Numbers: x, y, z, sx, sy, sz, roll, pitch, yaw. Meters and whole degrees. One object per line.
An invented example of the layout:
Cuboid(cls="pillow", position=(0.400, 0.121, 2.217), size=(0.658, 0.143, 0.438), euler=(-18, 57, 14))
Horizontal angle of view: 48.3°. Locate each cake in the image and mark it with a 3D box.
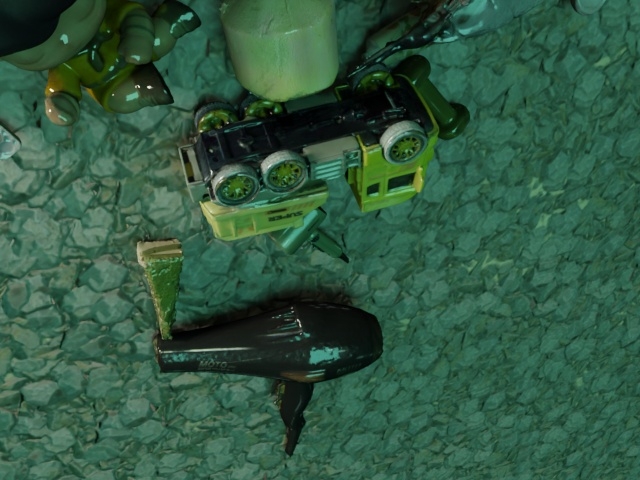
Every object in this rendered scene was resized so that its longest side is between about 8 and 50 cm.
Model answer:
Cuboid(cls="cake", position=(-0.186, 0.060, 0.872), size=(0.055, 0.051, 0.140), euler=(-17, 131, -17))

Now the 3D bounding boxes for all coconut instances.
Cuboid(cls="coconut", position=(-0.039, -0.212, 0.710), size=(0.116, 0.116, 0.122), euler=(-19, 135, -13))

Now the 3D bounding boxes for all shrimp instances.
Cuboid(cls="shrimp", position=(0.153, -0.278, 0.744), size=(0.343, 0.116, 0.145), euler=(-39, 121, -10))

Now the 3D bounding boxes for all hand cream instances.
Cuboid(cls="hand cream", position=(0.118, -0.245, 0.821), size=(0.165, 0.037, 0.057), euler=(-30, 131, -12))

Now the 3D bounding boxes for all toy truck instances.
Cuboid(cls="toy truck", position=(-0.013, -0.082, 0.802), size=(0.272, 0.124, 0.157), euler=(-15, 144, -9))

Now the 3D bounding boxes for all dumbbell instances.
Cuboid(cls="dumbbell", position=(0.135, -0.172, 0.868), size=(0.052, 0.046, 0.118), euler=(-47, 129, 4))

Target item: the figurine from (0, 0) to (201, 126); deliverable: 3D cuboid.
Cuboid(cls="figurine", position=(-0.234, -0.200, 0.595), size=(0.192, 0.167, 0.257), euler=(-52, 152, -1))

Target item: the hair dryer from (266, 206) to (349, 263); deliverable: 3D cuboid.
Cuboid(cls="hair dryer", position=(0.000, 0.000, 0.929), size=(0.071, 0.047, 0.150), euler=(-46, 136, 8))

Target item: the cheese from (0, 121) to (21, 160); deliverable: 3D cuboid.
Cuboid(cls="cheese", position=(-0.355, -0.143, 0.653), size=(0.097, 0.037, 0.192), euler=(-36, 130, 3))

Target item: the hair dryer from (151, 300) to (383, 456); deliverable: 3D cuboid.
Cuboid(cls="hair dryer", position=(-0.074, 0.228, 1.034), size=(0.303, 0.120, 0.360), euler=(-7, 135, -11))

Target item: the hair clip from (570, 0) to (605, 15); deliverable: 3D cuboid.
Cuboid(cls="hair clip", position=(0.386, -0.380, 0.832), size=(0.257, 0.075, 0.146), euler=(-40, 129, 13))
